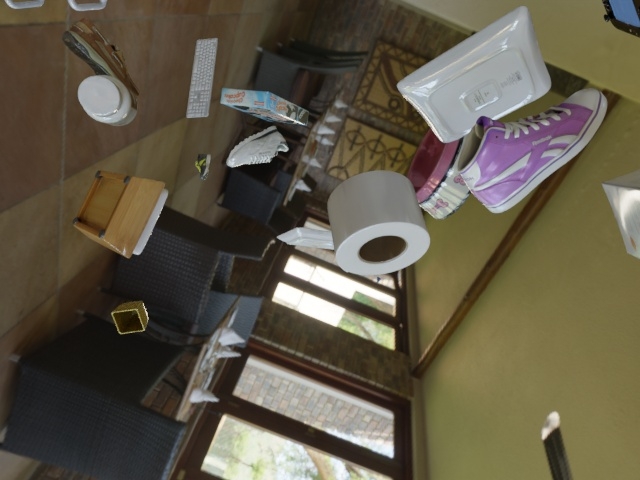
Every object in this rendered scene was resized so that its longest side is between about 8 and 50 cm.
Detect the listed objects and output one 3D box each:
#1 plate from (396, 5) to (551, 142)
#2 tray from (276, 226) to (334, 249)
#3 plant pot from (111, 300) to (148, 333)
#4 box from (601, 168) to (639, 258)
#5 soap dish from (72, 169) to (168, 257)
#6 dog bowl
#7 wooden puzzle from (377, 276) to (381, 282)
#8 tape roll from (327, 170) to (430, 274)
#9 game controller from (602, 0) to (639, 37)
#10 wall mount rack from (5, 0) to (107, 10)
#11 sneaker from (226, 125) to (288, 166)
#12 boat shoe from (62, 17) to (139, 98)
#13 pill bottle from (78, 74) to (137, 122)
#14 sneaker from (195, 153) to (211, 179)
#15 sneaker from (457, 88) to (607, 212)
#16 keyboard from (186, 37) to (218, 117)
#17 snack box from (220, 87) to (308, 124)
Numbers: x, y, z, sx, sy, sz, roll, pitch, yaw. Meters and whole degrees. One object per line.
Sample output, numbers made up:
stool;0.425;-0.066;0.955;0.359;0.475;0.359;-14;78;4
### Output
plate;0.352;-0.332;0.941;0.278;0.277;0.045;-25;-121;28
tray;0.000;0.000;1.445;0.145;0.270;0.030;-19;-112;54
plant pot;-0.586;0.231;1.327;0.083;0.081;0.081;-93;175;-67
box;0.499;-0.037;0.606;0.091;0.130;0.170;-22;-176;20
soap dish;-0.588;-0.090;1.230;0.118;0.290;0.229;31;78;-47
dog bowl;0.467;-0.293;1.609;0.408;0.150;0.408;-158;-90;-83
wooden puzzle;0.189;0.083;1.468;0.078;0.014;0.116;122;-45;-63
tape roll;0.147;-0.041;1.113;0.246;0.246;0.169;115;-27;-52
game controller;0.703;-0.550;0.970;0.067;0.166;0.319;-36;-163;31
wall mount rack;-0.567;-0.622;0.824;0.130;0.349;0.304;-51;148;-48
sneaker;-0.210;-0.299;1.424;0.235;0.095;0.090;-38;-175;-29
boat shoe;-0.741;-0.631;1.492;0.120;0.122;0.324;-61;161;-12
pill bottle;-0.614;-0.405;1.226;0.131;0.131;0.229;-68;-162;5
sneaker;-0.296;-0.184;1.058;0.031;0.035;0.083;117;-22;-47
sneaker;0.377;-0.199;0.773;0.282;0.161;0.102;-47;-161;7
keyboard;-0.358;-0.493;1.283;0.014;0.072;0.256;47;47;-76
snack box;-0.194;-0.488;1.561;0.322;0.187;0.060;-9;110;-66
